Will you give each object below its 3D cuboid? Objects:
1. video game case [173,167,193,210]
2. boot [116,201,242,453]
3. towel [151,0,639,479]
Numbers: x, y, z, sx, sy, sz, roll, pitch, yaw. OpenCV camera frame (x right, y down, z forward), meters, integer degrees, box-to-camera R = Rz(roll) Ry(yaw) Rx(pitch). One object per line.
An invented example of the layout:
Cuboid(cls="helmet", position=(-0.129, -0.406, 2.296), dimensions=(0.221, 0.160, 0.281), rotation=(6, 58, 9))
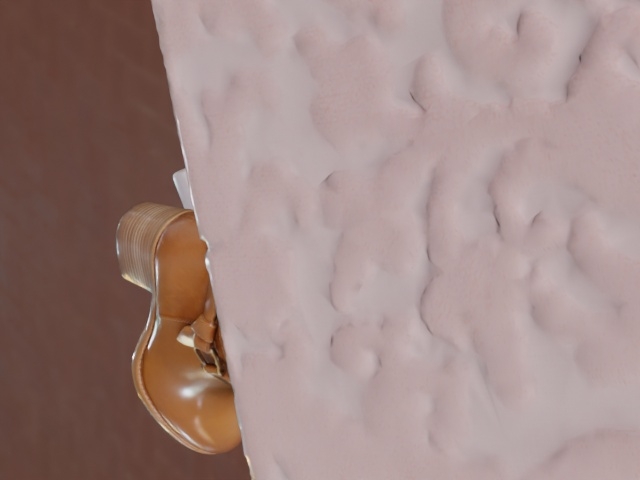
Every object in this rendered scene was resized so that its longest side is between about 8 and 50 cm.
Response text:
Cuboid(cls="video game case", position=(0.000, 0.000, 1.075), dimensions=(0.023, 0.201, 0.183), rotation=(-9, 103, 54))
Cuboid(cls="boot", position=(-0.053, 0.076, 0.845), dimensions=(0.152, 0.073, 0.197), rotation=(22, 138, 46))
Cuboid(cls="towel", position=(0.073, -0.063, 0.392), dimensions=(0.332, 0.053, 0.317), rotation=(-6, 97, 46))
